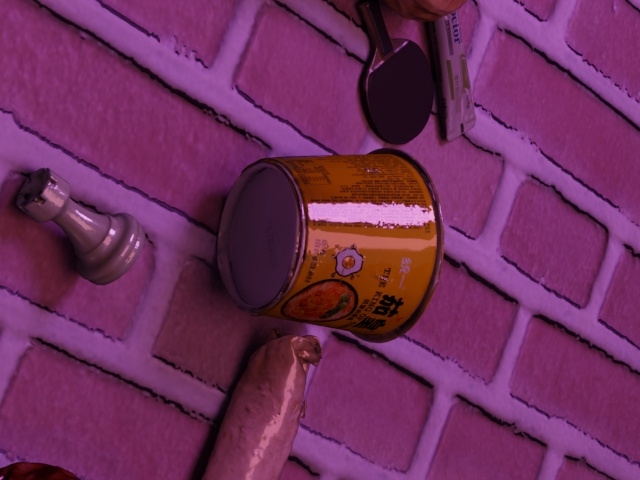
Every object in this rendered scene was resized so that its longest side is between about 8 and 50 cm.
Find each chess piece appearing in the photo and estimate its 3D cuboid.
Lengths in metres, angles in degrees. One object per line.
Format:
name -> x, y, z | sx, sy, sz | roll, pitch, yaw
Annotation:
chess piece -> -0.202, -0.016, 1.610 | 0.103, 0.067, 0.067 | 42, 68, -32

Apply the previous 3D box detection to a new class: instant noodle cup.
instant noodle cup -> 0.000, 0.000, 1.743 | 0.144, 0.182, 0.182 | 4, 94, -35

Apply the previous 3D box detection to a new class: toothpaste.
toothpaste -> 0.127, -0.195, 1.927 | 0.048, 0.029, 0.197 | -31, 121, -37

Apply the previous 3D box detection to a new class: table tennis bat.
table tennis bat -> 0.069, -0.166, 1.885 | 0.095, 0.014, 0.158 | -42, 126, -31

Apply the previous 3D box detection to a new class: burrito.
burrito -> -0.059, 0.187, 1.786 | 0.087, 0.060, 0.226 | 32, 75, -48

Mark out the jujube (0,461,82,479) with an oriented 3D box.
jujube -> -0.255, 0.297, 1.511 | 0.232, 0.213, 0.213 | -37, 122, -28

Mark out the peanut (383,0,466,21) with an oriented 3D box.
peanut -> 0.045, -0.289, 1.768 | 0.298, 0.120, 0.136 | 25, 103, -45
